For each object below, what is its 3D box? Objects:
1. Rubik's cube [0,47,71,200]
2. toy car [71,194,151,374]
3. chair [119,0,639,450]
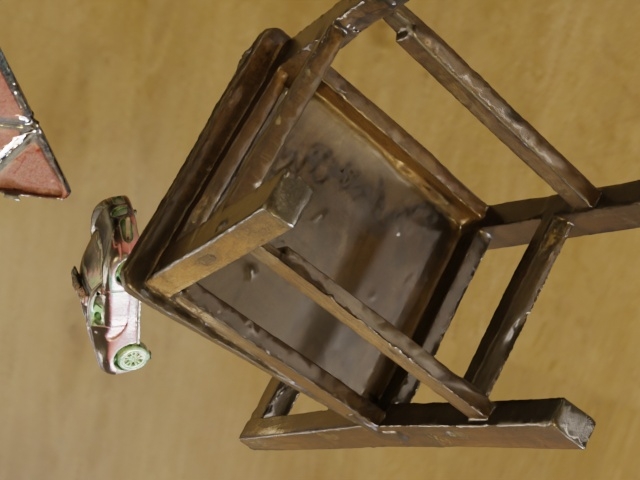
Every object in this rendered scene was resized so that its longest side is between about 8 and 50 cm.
[{"bbox_3d":[-0.293,-0.133,1.118,0.190,0.178,0.211,-15,130,0],"label":"Rubik's cube"},{"bbox_3d":[-0.149,0.033,1.182,0.069,0.055,0.142,-113,22,-46],"label":"toy car"},{"bbox_3d":[0.000,0.000,1.082,0.240,0.203,0.416,36,158,-21],"label":"chair"}]
